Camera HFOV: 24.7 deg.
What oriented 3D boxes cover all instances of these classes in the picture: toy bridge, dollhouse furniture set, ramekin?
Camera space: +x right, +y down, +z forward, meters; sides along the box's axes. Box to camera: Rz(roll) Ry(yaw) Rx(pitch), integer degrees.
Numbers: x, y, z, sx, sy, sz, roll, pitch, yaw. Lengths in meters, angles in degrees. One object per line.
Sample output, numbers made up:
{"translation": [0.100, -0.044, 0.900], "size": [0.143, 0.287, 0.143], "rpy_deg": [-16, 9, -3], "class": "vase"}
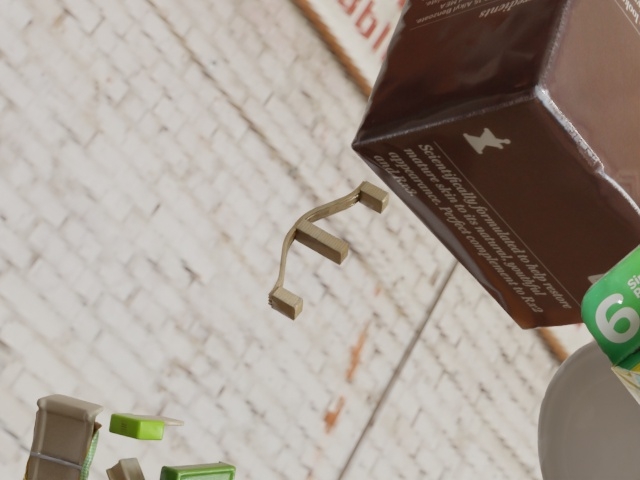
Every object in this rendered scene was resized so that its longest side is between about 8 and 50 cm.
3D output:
{"translation": [0.000, 0.000, 1.535], "size": [0.063, 0.188, 0.026], "rpy_deg": [29, -32, 17], "class": "toy bridge"}
{"translation": [-0.135, 0.155, 1.014], "size": [0.152, 0.076, 0.059], "rpy_deg": [8, -2, 37], "class": "dollhouse furniture set"}
{"translation": [0.378, 0.232, 1.592], "size": [0.273, 0.127, 0.272], "rpy_deg": [7, -81, 49], "class": "ramekin"}

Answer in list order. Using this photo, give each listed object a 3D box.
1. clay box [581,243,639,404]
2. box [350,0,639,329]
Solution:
{"translation": [0.216, 0.073, 0.574], "size": [0.222, 0.127, 0.053], "rpy_deg": [51, -5, -9], "class": "clay box"}
{"translation": [0.173, -0.154, 0.910], "size": [0.143, 0.381, 0.191], "rpy_deg": [-14, -47, 39], "class": "box"}
